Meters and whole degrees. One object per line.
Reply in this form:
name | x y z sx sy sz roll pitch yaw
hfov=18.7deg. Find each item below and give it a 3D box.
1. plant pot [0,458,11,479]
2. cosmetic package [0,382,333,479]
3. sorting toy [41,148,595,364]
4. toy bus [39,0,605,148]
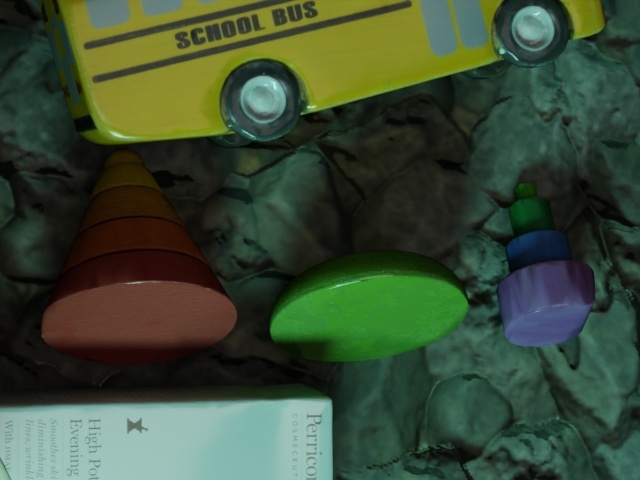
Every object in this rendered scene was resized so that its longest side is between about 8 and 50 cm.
plant pot | -0.288 0.157 1.063 0.257 0.274 0.256 -1 94 -9
cosmetic package | -0.110 0.151 1.215 0.231 0.085 0.117 -1 93 -14
sorting toy | 0.000 0.000 1.247 0.366 0.127 0.126 0 62 -18
toy bus | 0.003 -0.140 1.222 0.333 0.108 0.130 -16 94 -13
